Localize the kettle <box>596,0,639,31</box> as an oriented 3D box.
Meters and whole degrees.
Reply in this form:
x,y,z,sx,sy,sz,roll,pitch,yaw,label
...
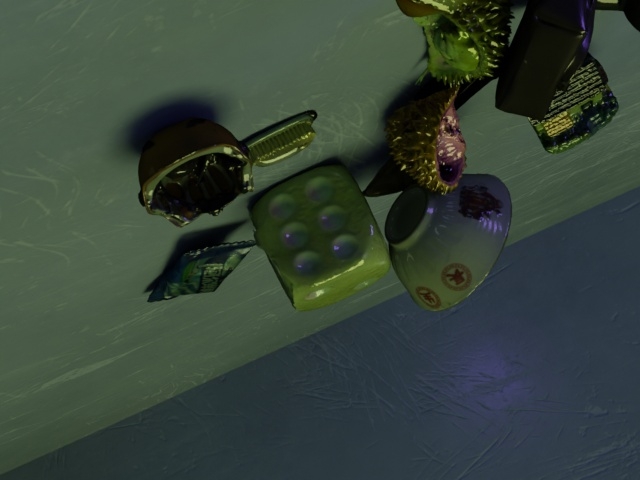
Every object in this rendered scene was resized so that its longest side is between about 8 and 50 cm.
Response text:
x,y,z,sx,sy,sz,roll,pitch,yaw,label
0.617,-0.471,1.688,0.262,0.203,0.308,-27,167,-2,kettle

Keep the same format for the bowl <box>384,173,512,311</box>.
x,y,z,sx,sy,sz,roll,pitch,yaw,label
0.245,-0.027,2.114,0.158,0.337,0.337,27,135,-26,bowl

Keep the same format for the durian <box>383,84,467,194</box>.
x,y,z,sx,sy,sz,roll,pitch,yaw,label
0.209,-0.192,1.974,0.153,0.187,0.260,-55,139,-17,durian

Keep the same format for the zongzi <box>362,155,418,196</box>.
x,y,z,sx,sy,sz,roll,pitch,yaw,label
0.193,-0.168,2.156,0.197,0.099,0.194,-26,165,-24,zongzi

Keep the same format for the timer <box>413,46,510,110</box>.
x,y,z,sx,sy,sz,roll,pitch,yaw,label
0.292,-0.318,1.933,0.144,0.055,0.187,-10,158,-46,timer

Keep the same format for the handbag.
x,y,z,sx,sy,sz,roll,pitch,yaw,label
0.391,-0.369,1.627,0.114,0.257,0.285,15,157,3,handbag

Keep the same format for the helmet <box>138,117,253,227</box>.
x,y,z,sx,sy,sz,roll,pitch,yaw,label
-0.220,-0.130,1.615,0.198,0.130,0.224,-30,154,1,helmet

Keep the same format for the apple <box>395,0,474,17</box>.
x,y,z,sx,sy,sz,roll,pitch,yaw,label
0.236,-0.426,1.278,0.346,0.179,0.254,-26,177,-5,apple

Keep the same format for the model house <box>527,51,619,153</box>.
x,y,z,sx,sy,sz,roll,pitch,yaw,label
0.541,-0.315,2.123,0.194,0.170,0.211,-27,164,13,model house

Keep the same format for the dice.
x,y,z,sx,sy,sz,roll,pitch,yaw,label
0.000,0.000,2.144,0.255,0.252,0.250,-26,163,0,dice

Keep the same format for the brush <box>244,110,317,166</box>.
x,y,z,sx,sy,sz,roll,pitch,yaw,label
-0.130,-0.153,1.803,0.297,0.060,0.068,-25,167,-4,brush

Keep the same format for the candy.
x,y,z,sx,sy,sz,roll,pitch,yaw,label
-0.281,0.069,2.263,0.187,0.077,0.331,-12,161,-33,candy

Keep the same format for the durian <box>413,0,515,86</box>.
x,y,z,sx,sy,sz,roll,pitch,yaw,label
0.246,-0.372,1.665,0.170,0.157,0.355,9,168,11,durian
